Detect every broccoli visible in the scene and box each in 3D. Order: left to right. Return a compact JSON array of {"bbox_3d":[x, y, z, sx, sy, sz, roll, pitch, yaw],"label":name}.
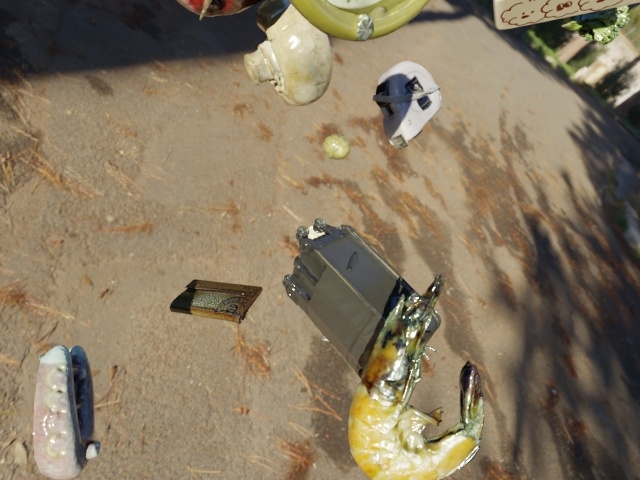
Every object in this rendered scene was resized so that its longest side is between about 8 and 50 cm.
[{"bbox_3d":[0.712,-0.578,1.134,0.204,0.118,0.122,-13,71,-24],"label":"broccoli"}]

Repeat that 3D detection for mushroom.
[{"bbox_3d":[-0.068,-0.434,1.025,0.189,0.195,0.253,50,-18,47],"label":"mushroom"}]

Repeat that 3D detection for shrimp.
[{"bbox_3d":[0.212,0.287,0.859,0.273,0.444,0.085,13,1,2],"label":"shrimp"}]

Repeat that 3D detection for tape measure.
[{"bbox_3d":[0.251,-0.412,1.240,0.236,0.120,0.197,-46,110,-24],"label":"tape measure"}]

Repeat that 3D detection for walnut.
[{"bbox_3d":[0.049,-0.281,1.288,0.092,0.092,0.092,28,39,-26],"label":"walnut"}]

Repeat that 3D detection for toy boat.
[{"bbox_3d":[-0.441,0.302,0.768,0.085,0.155,0.227,-3,76,-14],"label":"toy boat"}]

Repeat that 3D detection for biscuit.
[{"bbox_3d":[0.000,0.000,1.764,0.152,0.152,0.020,42,17,-8],"label":"biscuit"}]

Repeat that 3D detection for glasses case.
[{"bbox_3d":[0.581,-0.588,0.990,0.144,0.337,0.076,16,75,-63],"label":"glasses case"}]

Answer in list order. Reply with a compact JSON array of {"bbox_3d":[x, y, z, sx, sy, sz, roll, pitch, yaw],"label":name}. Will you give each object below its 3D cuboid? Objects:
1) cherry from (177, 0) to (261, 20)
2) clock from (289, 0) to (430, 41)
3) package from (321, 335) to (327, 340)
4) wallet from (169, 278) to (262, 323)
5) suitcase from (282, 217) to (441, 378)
[{"bbox_3d":[-0.193,-0.561,0.809,0.203,0.231,0.299,10,78,-68],"label":"cherry"},{"bbox_3d":[0.035,-0.252,0.267,0.057,0.236,0.237,37,27,31],"label":"clock"},{"bbox_3d":[0.060,0.310,1.337,0.111,0.015,0.037,14,53,20],"label":"package"},{"bbox_3d":[-0.296,0.163,1.210,0.132,0.244,0.038,-57,142,-45],"label":"wallet"},{"bbox_3d":[0.094,0.166,1.128,0.194,0.283,0.434,-24,59,-33],"label":"suitcase"}]
